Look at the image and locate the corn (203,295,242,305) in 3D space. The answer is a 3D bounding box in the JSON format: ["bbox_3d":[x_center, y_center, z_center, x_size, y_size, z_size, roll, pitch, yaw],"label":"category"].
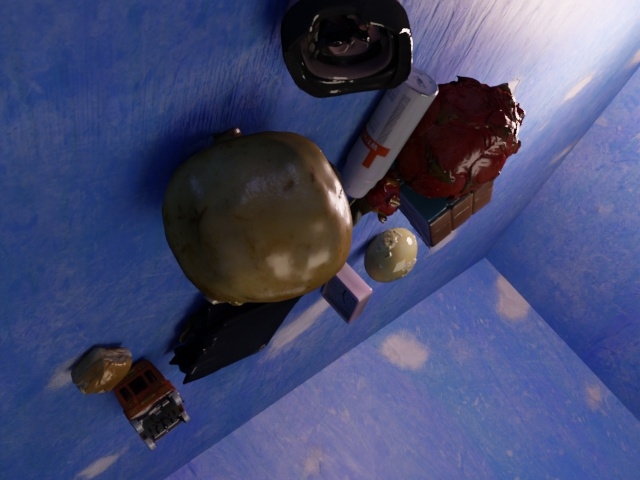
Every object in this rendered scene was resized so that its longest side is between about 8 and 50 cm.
[{"bbox_3d":[-0.124,0.023,1.632,0.347,0.130,0.130,-43,163,-12],"label":"corn"}]

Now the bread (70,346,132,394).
[{"bbox_3d":[-0.486,0.294,1.617,0.106,0.082,0.125,-38,160,13],"label":"bread"}]

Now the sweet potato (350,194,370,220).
[{"bbox_3d":[0.123,-0.119,1.899,0.077,0.077,0.244,-34,162,-19],"label":"sweet potato"}]

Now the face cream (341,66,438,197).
[{"bbox_3d":[0.139,-0.228,1.623,0.102,0.102,0.345,-23,154,-44],"label":"face cream"}]

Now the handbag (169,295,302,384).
[{"bbox_3d":[-0.230,0.221,1.907,0.329,0.122,0.303,-23,157,-45],"label":"handbag"}]

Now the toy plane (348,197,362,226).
[{"bbox_3d":[0.000,0.000,1.729,0.242,0.104,0.256,-11,-129,53],"label":"toy plane"}]

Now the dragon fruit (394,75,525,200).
[{"bbox_3d":[0.314,-0.239,1.692,0.342,0.277,0.277,-36,164,17],"label":"dragon fruit"}]

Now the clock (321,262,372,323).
[{"bbox_3d":[0.082,0.172,2.380,0.063,0.150,0.197,-35,162,-26],"label":"clock"}]

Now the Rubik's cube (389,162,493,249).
[{"bbox_3d":[0.309,-0.152,1.946,0.224,0.231,0.221,-38,161,-2],"label":"Rubik's cube"}]

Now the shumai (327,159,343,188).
[{"bbox_3d":[-0.028,-0.102,1.546,0.206,0.166,0.175,-48,-177,24],"label":"shumai"}]

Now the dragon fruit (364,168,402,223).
[{"bbox_3d":[0.143,-0.115,1.741,0.068,0.112,0.126,1,143,-26],"label":"dragon fruit"}]

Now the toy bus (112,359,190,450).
[{"bbox_3d":[-0.453,0.440,1.925,0.143,0.153,0.329,-36,160,-19],"label":"toy bus"}]

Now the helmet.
[{"bbox_3d":[0.038,-0.327,1.102,0.198,0.154,0.253,-6,176,10],"label":"helmet"}]

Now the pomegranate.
[{"bbox_3d":[-0.101,-0.045,1.235,0.332,0.332,0.332,-36,162,-14],"label":"pomegranate"}]

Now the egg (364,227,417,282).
[{"bbox_3d":[0.232,0.047,2.381,0.201,0.164,0.164,-49,161,12],"label":"egg"}]
